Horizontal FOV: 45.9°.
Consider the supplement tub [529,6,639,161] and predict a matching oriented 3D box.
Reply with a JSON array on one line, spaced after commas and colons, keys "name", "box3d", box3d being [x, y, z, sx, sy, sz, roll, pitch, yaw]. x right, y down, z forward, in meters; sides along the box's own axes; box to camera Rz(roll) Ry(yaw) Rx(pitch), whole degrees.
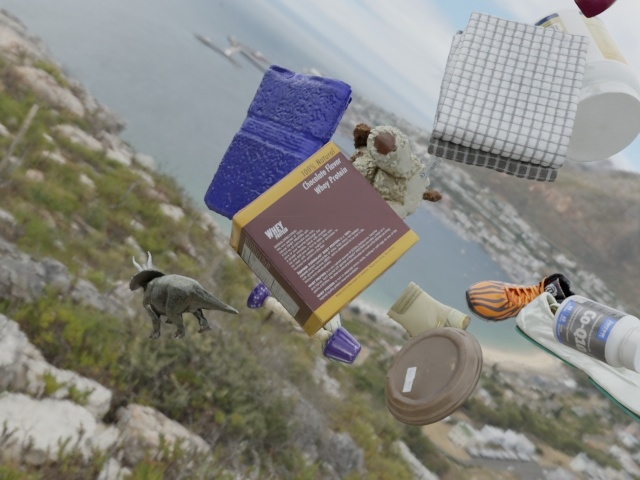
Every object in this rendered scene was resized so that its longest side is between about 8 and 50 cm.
[{"name": "supplement tub", "box3d": [0.576, -0.350, 1.697, 0.228, 0.228, 0.316, 30, 37, -32]}]

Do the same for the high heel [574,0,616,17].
[{"name": "high heel", "box3d": [0.439, -0.597, 1.468, 0.377, 0.127, 0.181, 46, -28, 8]}]

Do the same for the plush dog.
[{"name": "plush dog", "box3d": [0.138, -0.143, 1.738, 0.211, 0.262, 0.225, 1, 20, -37]}]

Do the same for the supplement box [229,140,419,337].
[{"name": "supplement box", "box3d": [0.000, 0.000, 1.114, 0.194, 0.191, 0.129, 48, -18, 6]}]

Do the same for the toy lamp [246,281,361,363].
[{"name": "toy lamp", "box3d": [-0.034, 0.188, 1.703, 0.275, 0.080, 0.080, 32, 10, 15]}]

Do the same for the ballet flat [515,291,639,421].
[{"name": "ballet flat", "box3d": [0.620, 0.255, 1.677, 0.400, 0.139, 0.139, 38, 11, 27]}]

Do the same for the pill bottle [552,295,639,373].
[{"name": "pill bottle", "box3d": [0.410, 0.135, 1.081, 0.078, 0.078, 0.137, 29, -3, -37]}]

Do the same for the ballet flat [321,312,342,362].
[{"name": "ballet flat", "box3d": [0.030, 0.219, 1.850, 0.070, 0.070, 0.188, -120, -163, -59]}]

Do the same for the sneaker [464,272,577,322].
[{"name": "sneaker", "box3d": [0.553, 0.141, 2.026, 0.321, 0.180, 0.124, 4, 66, -26]}]

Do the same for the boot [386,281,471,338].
[{"name": "boot", "box3d": [0.262, 0.262, 2.053, 0.203, 0.262, 0.095, 33, 25, 15]}]

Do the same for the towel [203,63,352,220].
[{"name": "towel", "box3d": [-0.076, -0.163, 1.381, 0.076, 0.308, 0.228, 28, -1, -44]}]

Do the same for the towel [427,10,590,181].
[{"name": "towel", "box3d": [0.328, -0.252, 1.336, 0.235, 0.283, 0.121, 15, -26, 7]}]

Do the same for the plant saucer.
[{"name": "plant saucer", "box3d": [0.266, 0.321, 1.843, 0.041, 0.278, 0.278, 46, 7, -30]}]

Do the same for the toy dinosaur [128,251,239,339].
[{"name": "toy dinosaur", "box3d": [-0.333, 0.137, 1.721, 0.313, 0.160, 0.121, 8, 27, 38]}]
